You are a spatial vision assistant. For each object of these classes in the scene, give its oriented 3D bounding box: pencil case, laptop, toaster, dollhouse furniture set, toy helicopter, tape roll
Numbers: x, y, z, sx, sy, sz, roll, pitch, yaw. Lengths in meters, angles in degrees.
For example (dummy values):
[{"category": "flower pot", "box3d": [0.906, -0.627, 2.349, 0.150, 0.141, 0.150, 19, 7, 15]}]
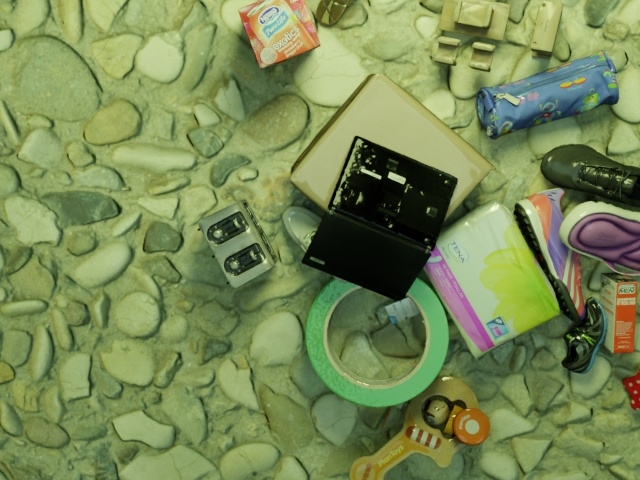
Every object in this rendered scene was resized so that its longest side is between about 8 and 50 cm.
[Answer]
[{"category": "pencil case", "box3d": [0.486, -0.312, 1.713, 0.306, 0.133, 0.119, -16, 73, 2]}, {"category": "laptop", "box3d": [0.121, -0.042, 1.655, 0.234, 0.136, 0.264, 22, 77, -6]}, {"category": "toaster", "box3d": [-0.179, 0.006, 1.751, 0.110, 0.185, 0.168, -27, 93, 2]}, {"category": "dollhouse furniture set", "box3d": [0.380, -0.463, 1.690, 0.242, 0.161, 0.212, 14, 102, 14]}, {"category": "toy helicopter", "box3d": [0.204, 0.446, 1.859, 0.355, 0.140, 0.235, -37, 78, -5]}, {"category": "tape roll", "box3d": [0.128, 0.212, 1.805, 0.321, 0.077, 0.321, 0, 89, 6]}]

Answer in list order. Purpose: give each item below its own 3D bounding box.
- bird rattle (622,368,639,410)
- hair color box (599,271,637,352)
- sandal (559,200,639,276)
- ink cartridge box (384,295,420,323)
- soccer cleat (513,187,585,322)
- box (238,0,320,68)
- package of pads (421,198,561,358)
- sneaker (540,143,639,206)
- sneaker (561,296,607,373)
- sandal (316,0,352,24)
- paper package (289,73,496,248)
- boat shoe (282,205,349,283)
[{"category": "bird rattle", "box3d": [0.860, 0.383, 1.896, 0.207, 0.143, 0.253, -38, 87, -5]}, {"category": "hair color box", "box3d": [0.684, 0.165, 1.836, 0.053, 0.093, 0.167, -3, 103, -1]}, {"category": "sandal", "box3d": [0.711, 0.020, 1.752, 0.416, 0.102, 0.169, 7, 127, -19]}, {"category": "ink cartridge box", "box3d": [0.195, 0.156, 1.856, 0.083, 0.028, 0.048, -22, 102, 4]}, {"category": "soccer cleat", "box3d": [0.549, 0.036, 1.803, 0.116, 0.108, 0.318, -26, 99, -2]}, {"category": "box", "box3d": [-0.081, -0.428, 1.611, 0.128, 0.257, 0.122, -20, 104, 3]}, {"category": "package of pads", "box3d": [0.373, 0.081, 1.780, 0.229, 0.101, 0.296, -31, 92, 11]}, {"category": "sneaker", "box3d": [0.629, -0.141, 1.752, 0.286, 0.130, 0.109, 13, 103, -3]}, {"category": "sneaker", "box3d": [0.613, 0.223, 1.859, 0.078, 0.067, 0.188, 10, 105, -9]}, {"category": "sandal", "box3d": [0.059, -0.539, 1.701, 0.072, 0.049, 0.180, 42, 113, -3]}, {"category": "paper package", "box3d": [0.145, -0.152, 1.721, 0.325, 0.168, 0.309, 39, 98, -9]}, {"category": "boat shoe", "box3d": [0.000, 0.000, 1.759, 0.226, 0.076, 0.083, 42, 89, 14]}]
